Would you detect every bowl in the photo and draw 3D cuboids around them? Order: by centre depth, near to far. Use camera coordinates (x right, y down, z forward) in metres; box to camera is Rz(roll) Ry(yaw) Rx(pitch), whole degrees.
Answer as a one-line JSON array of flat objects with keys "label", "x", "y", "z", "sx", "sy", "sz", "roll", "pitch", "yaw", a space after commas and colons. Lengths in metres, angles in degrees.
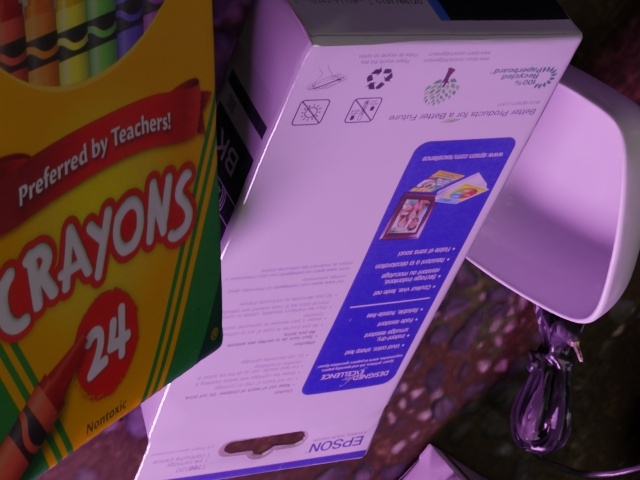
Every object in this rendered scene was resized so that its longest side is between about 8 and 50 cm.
[{"label": "bowl", "x": 0.130, "y": -0.039, "z": 1.093, "sx": 0.053, "sy": 0.142, "sz": 0.142, "roll": -22, "pitch": 131, "yaw": -36}]

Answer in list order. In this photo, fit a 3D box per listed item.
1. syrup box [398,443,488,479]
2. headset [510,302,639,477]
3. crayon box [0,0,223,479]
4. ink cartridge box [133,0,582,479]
[{"label": "syrup box", "x": 0.129, "y": 0.234, "z": 1.313, "sx": 0.093, "sy": 0.096, "sz": 0.237, "roll": -49, "pitch": 136, "yaw": 5}, {"label": "headset", "x": 0.311, "y": 0.119, "z": 1.287, "sx": 0.394, "sy": 0.243, "sz": 0.185, "roll": 7, "pitch": 92, "yaw": -19}, {"label": "crayon box", "x": -0.130, "y": -0.064, "z": 0.837, "sx": 0.202, "sy": 0.081, "sz": 0.318, "roll": -35, "pitch": 130, "yaw": -52}, {"label": "ink cartridge box", "x": 0.000, "y": 0.000, "z": 1.049, "sx": 0.165, "sy": 0.065, "sz": 0.332, "roll": -5, "pitch": 136, "yaw": -32}]
